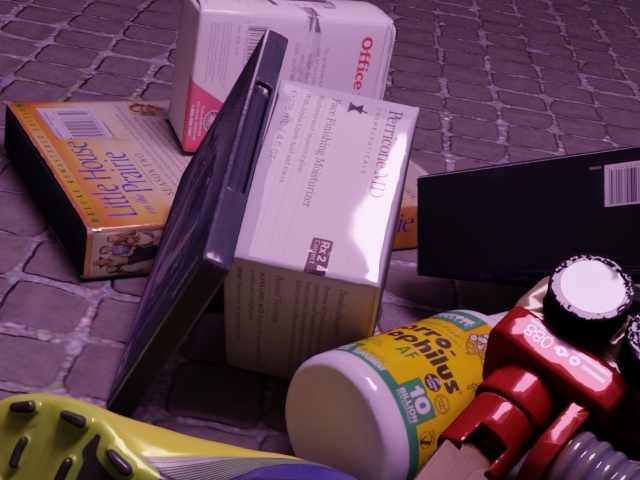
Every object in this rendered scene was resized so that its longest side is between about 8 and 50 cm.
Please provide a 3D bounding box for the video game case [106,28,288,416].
[{"bbox_3d":[-0.095,-0.020,0.893,0.026,0.196,0.274,24,43,-14],"label":"video game case"}]

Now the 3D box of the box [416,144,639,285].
[{"bbox_3d":[0.243,-0.013,1.018,0.184,0.103,0.261,4,-7,-42],"label":"box"}]

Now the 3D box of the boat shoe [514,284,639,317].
[{"bbox_3d":[0.329,0.107,1.005,0.319,0.116,0.099,7,54,-13],"label":"boat shoe"}]

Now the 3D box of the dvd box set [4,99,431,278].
[{"bbox_3d":[-0.100,-0.072,1.227,0.420,0.062,0.307,-5,30,-29],"label":"dvd box set"}]

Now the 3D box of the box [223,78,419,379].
[{"bbox_3d":[0.000,0.000,0.918,0.119,0.182,0.181,12,56,4],"label":"box"}]

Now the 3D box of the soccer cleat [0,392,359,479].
[{"bbox_3d":[-0.092,0.170,0.746,0.289,0.094,0.121,13,-4,15],"label":"soccer cleat"}]

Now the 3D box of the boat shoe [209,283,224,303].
[{"bbox_3d":[-0.061,0.020,1.056,0.178,0.060,0.064,-13,29,-33],"label":"boat shoe"}]

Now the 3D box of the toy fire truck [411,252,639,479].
[{"bbox_3d":[0.164,0.145,0.694,0.217,0.159,0.246,37,62,26],"label":"toy fire truck"}]

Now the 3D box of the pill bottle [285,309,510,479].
[{"bbox_3d":[0.086,0.118,0.848,0.208,0.118,0.117,-13,34,-39],"label":"pill bottle"}]

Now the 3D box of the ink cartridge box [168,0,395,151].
[{"bbox_3d":[-0.044,-0.181,1.213,0.217,0.159,0.092,1,27,-21],"label":"ink cartridge box"}]
